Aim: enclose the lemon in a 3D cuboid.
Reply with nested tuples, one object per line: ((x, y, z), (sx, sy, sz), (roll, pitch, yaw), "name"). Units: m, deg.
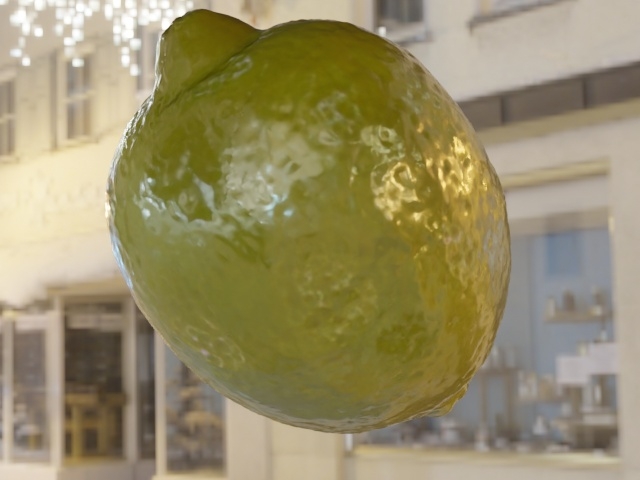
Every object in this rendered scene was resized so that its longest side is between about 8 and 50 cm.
((0.000, 0.000, 0.640), (0.184, 0.248, 0.184), (-31, 22, 14), "lemon")
